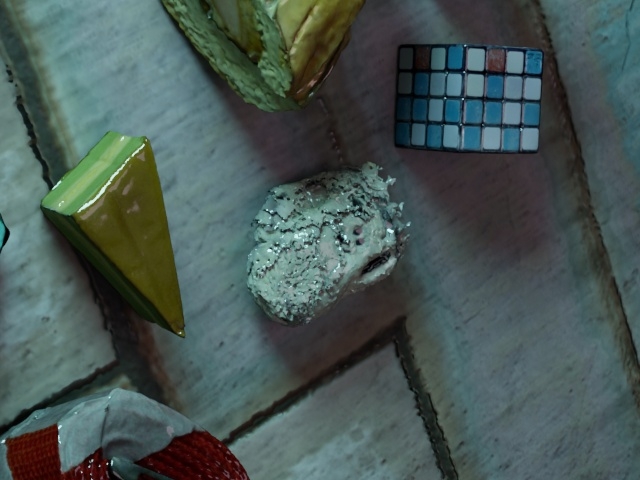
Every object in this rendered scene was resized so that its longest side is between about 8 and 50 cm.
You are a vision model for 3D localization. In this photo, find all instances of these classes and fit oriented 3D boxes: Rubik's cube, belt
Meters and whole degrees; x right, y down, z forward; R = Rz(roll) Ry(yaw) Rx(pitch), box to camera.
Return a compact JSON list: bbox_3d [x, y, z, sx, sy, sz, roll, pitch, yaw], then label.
[{"bbox_3d":[0.128,-0.122,1.350,0.092,0.092,0.092,-2,97,-35],"label":"Rubik's cube"},{"bbox_3d":[-0.155,0.196,1.168,0.201,0.124,0.128,35,51,-36],"label":"belt"}]

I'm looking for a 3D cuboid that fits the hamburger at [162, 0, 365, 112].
[{"bbox_3d":[-0.035,-0.281,1.173,0.209,0.162,0.330,-35,112,-30],"label":"hamburger"}]

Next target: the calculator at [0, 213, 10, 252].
[{"bbox_3d":[-0.323,-0.006,0.988,0.274,0.058,0.248,42,33,-29],"label":"calculator"}]

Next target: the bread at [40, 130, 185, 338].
[{"bbox_3d":[-0.133,-0.004,1.187,0.084,0.074,0.139,-48,119,-18],"label":"bread"}]

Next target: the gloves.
[{"bbox_3d":[0.003,0.001,1.287,0.153,0.070,0.114,-31,113,-27],"label":"gloves"}]
